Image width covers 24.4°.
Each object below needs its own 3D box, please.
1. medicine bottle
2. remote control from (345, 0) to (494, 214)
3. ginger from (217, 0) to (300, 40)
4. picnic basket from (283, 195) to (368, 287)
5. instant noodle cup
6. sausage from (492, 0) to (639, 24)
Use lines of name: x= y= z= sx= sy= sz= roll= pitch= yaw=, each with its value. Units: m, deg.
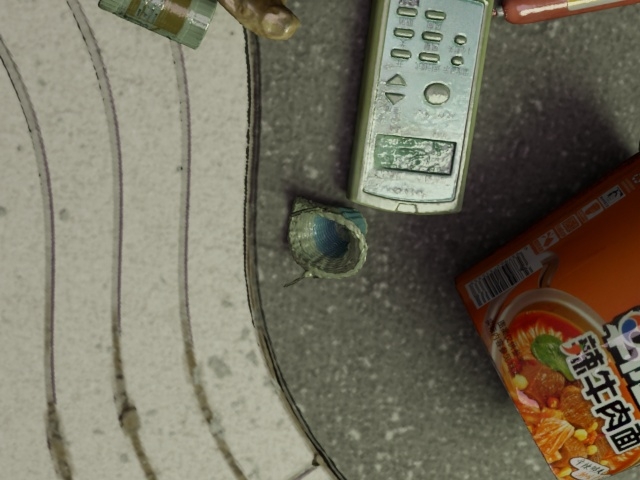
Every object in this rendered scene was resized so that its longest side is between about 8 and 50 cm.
medicine bottle: x=-0.125 y=-0.184 z=1.143 sx=0.083 sy=0.047 sz=0.047 roll=22 pitch=98 yaw=-14
remote control: x=0.082 y=-0.137 z=1.196 sx=0.098 sy=0.038 sz=0.233 roll=6 pitch=103 yaw=-10
ginger: x=0.004 y=-0.280 z=1.122 sx=0.258 sy=0.065 sz=0.149 roll=-44 pitch=99 yaw=-10
picnic basket: x=0.000 y=0.000 z=1.195 sx=0.083 sy=0.083 sz=0.065 roll=-22 pitch=132 yaw=-48
instant noodle cup: x=0.233 y=0.069 z=1.176 sx=0.192 sy=0.250 sz=0.250 roll=-28 pitch=106 yaw=6
sausage: x=0.247 y=-0.206 z=1.211 sx=0.223 sy=0.029 sz=0.029 roll=-12 pitch=105 yaw=-7
